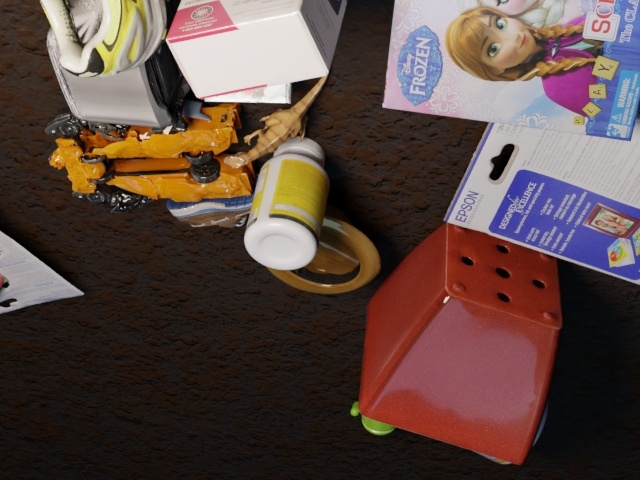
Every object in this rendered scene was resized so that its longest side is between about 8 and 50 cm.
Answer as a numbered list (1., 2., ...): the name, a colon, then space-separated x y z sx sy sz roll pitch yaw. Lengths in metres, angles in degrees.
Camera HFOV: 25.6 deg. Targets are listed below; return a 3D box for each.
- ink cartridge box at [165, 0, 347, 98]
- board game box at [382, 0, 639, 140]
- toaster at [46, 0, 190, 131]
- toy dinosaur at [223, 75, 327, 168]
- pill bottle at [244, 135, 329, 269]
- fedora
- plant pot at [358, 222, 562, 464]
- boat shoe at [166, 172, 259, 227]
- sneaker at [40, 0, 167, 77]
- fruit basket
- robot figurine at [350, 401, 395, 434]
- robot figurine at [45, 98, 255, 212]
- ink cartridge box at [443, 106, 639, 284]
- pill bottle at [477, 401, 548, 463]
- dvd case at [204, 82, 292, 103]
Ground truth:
1. ink cartridge box: -0.063 -0.292 1.671 0.172 0.237 0.100 -8 134 22
2. board game box: 0.247 -0.284 1.693 0.318 0.066 0.318 8 129 5
3. toaster: -0.263 -0.239 1.867 0.146 0.129 0.227 4 139 15
4. toy dinosaur: -0.040 -0.166 1.936 0.064 0.112 0.211 43 92 -4
5. pill bottle: -0.042 -0.057 1.982 0.103 0.184 0.103 7 140 6
6. fedora: 0.000 0.000 2.122 0.194 0.079 0.194 8 140 7
7. plant pot: 0.229 0.130 2.101 0.267 0.267 0.235 18 127 -8
8. boat shoe: -0.138 -0.056 2.108 0.183 0.066 0.066 -4 144 32
9. sneaker: -0.281 -0.372 1.631 0.145 0.147 0.384 -9 111 23
10. fruit basket: -0.611 0.025 2.275 0.327 0.165 0.353 -13 150 27
11. robot figurine: 0.105 0.293 2.452 0.101 0.067 0.115 9 141 7
12. robot figurine: -0.248 -0.127 2.027 0.291 0.085 0.211 1 139 12
13. ink cartridge box: 0.361 -0.092 1.938 0.307 0.072 0.303 19 140 -1
14. pill bottle: 0.223 0.246 2.303 0.272 0.152 0.152 29 137 -19
15. dvd case: -0.096 -0.227 1.886 0.119 0.013 0.087 3 96 9
